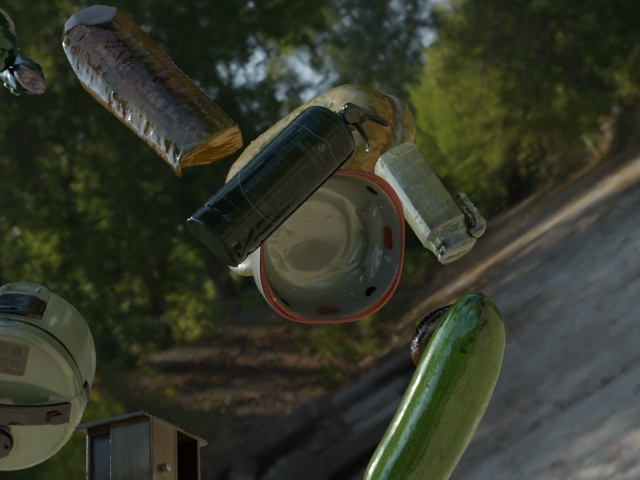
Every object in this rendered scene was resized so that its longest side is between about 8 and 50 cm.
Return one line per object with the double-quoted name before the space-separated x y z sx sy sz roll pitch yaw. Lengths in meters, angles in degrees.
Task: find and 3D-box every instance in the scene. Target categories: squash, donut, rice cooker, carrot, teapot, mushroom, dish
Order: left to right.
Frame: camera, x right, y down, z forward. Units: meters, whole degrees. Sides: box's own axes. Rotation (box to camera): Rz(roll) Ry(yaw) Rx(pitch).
"rice cooker" -0.424 0.184 1.747 0.226 0.226 0.244 -36 17 12
"carrot" -0.226 -0.195 1.671 0.114 0.302 0.114 -34 -28 -21
"donut" -0.005 -0.103 2.375 0.449 0.198 0.449 -33 29 21
"dish" 0.000 0.000 1.953 0.256 0.256 0.117 -35 21 -12
"squash" 0.144 0.242 1.660 0.395 0.107 0.107 -67 -11 15
"teapot" 0.182 -0.063 2.057 0.107 0.200 0.077 -23 -23 -22
"mushroom" 0.186 0.140 1.811 0.126 0.109 0.085 -17 14 -10

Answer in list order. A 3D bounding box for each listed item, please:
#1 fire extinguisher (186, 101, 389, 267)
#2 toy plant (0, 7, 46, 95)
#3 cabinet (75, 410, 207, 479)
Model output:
"fire extinguisher" -0.038 -0.094 1.770 0.311 0.114 0.095 -46 12 -17
"toy plant" -0.519 -0.309 1.904 0.112 0.243 0.232 -52 -32 -2
"cabinet" -0.296 0.408 2.166 0.148 0.174 0.215 -15 -28 21
